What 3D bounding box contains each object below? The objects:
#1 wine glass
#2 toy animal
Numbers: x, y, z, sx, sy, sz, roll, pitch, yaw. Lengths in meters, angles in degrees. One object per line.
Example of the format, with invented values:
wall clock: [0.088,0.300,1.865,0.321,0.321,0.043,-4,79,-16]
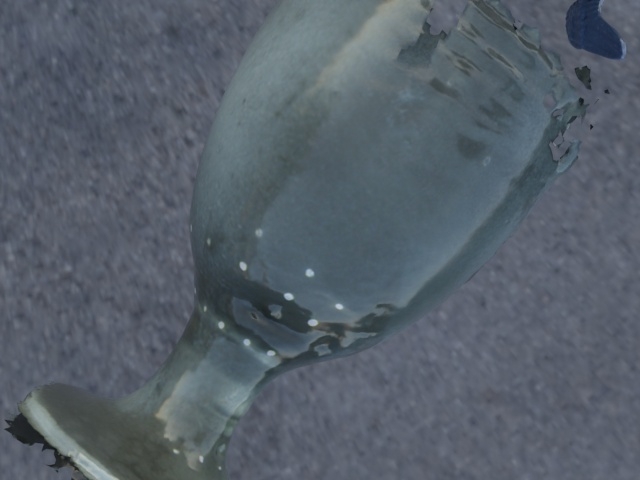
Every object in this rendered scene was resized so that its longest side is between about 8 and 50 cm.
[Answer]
wine glass: [-0.005,-0.001,0.809,0.190,0.190,0.357,37,89,-28]
toy animal: [0.312,-0.283,1.493,0.176,0.255,0.239,18,79,-4]
